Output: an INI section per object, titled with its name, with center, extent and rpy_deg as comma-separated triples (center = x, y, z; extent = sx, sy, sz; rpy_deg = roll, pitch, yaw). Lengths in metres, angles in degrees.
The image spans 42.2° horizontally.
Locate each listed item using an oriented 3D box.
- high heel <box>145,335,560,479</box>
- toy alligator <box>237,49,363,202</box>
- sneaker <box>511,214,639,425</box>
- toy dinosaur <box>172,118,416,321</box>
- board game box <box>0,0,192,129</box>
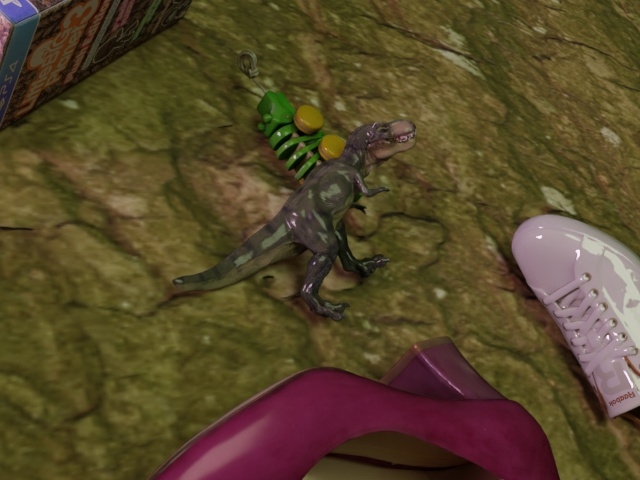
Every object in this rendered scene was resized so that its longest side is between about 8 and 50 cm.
[high heel]
center = 0.045, 0.180, 0.584
extent = 0.377, 0.127, 0.181
rpy_deg = -14, 57, -44
[toy alligator]
center = -0.033, -0.105, 0.797
extent = 0.190, 0.056, 0.051
rpy_deg = 50, 45, 7
[sneaker]
center = 0.301, 0.098, 0.845
extent = 0.290, 0.106, 0.123
rpy_deg = 45, 42, 0
[toy dinosaur]
center = 0.000, 0.000, 0.735
extent = 0.268, 0.064, 0.118
rpy_deg = -41, 106, -26
[board game box]
center = -0.257, -0.258, 0.696
extent = 0.232, 0.141, 0.291
rpy_deg = 42, 45, -1
